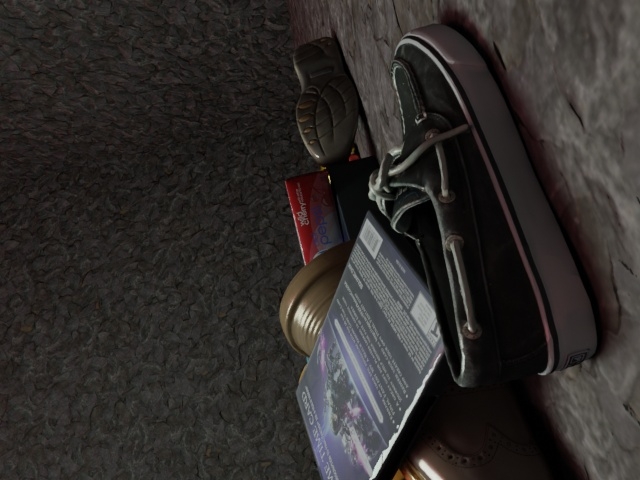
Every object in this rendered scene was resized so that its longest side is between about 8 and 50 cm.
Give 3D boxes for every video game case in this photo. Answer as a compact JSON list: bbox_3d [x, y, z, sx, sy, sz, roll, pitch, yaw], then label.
[{"bbox_3d":[0.044,0.133,0.512,0.196,0.026,0.275,-118,41,-55],"label":"video game case"}]

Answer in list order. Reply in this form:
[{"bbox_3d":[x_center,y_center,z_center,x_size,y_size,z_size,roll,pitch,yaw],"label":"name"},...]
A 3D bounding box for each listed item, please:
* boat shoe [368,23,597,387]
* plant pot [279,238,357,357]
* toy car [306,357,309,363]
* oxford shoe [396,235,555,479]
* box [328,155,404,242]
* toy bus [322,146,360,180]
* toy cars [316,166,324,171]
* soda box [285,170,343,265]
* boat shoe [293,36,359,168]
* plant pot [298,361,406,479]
[{"bbox_3d":[0.091,-0.042,0.387,0.113,0.104,0.307,79,177,-68],"label":"boat shoe"},{"bbox_3d":[0.064,0.120,0.755,0.110,0.237,0.238,-122,14,-47],"label":"plant pot"},{"bbox_3d":[0.112,0.324,0.984,0.210,0.219,0.238,78,175,-54],"label":"toy car"},{"bbox_3d":[0.121,0.123,0.498,0.364,0.129,0.133,-113,21,-59],"label":"oxford shoe"},{"bbox_3d":[0.095,-0.002,0.959,0.184,0.103,0.261,83,174,-56],"label":"box"},{"bbox_3d":[0.050,-0.156,1.228,0.191,0.104,0.202,80,177,-66],"label":"toy bus"},{"bbox_3d":[0.038,-0.196,1.815,0.394,0.087,0.177,79,178,-67],"label":"toy cars"},{"bbox_3d":[0.000,0.000,0.965,0.092,0.083,0.264,-113,9,-81],"label":"soda box"},{"bbox_3d":[0.023,-0.287,1.068,0.130,0.132,0.356,61,-159,-55],"label":"boat shoe"},{"bbox_3d":[0.097,0.239,0.661,0.188,0.205,0.205,-122,14,-46],"label":"plant pot"}]
